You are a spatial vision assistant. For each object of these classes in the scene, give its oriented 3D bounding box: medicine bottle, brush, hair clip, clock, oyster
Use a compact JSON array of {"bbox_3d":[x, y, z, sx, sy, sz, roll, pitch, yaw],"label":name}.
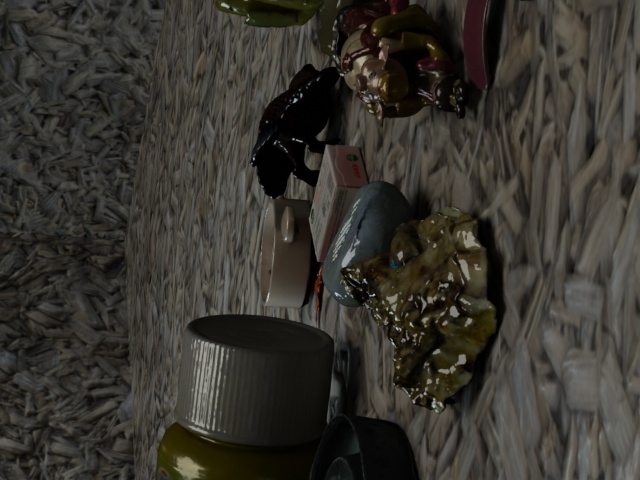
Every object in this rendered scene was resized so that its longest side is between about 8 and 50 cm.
[{"bbox_3d":[-0.094,0.299,2.099,0.224,0.224,0.384,-136,51,-74],"label":"medicine bottle"},{"bbox_3d":[0.051,-0.339,2.010,0.084,0.071,0.301,-118,30,-50],"label":"brush"},{"bbox_3d":[0.156,-0.212,1.612,0.054,0.022,0.137,-133,48,-69],"label":"hair clip"},{"bbox_3d":[-0.045,0.016,2.336,0.229,0.063,0.156,113,160,-61],"label":"clock"},{"bbox_3d":[0.098,0.058,1.635,0.223,0.083,0.214,116,147,-41],"label":"oyster"},{"bbox_3d":[0.041,0.344,1.852,0.312,0.061,0.313,-176,90,-77],"label":"clock"}]

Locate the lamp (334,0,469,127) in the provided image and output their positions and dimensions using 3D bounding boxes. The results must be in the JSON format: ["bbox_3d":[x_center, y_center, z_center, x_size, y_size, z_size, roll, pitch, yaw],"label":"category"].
[{"bbox_3d":[0.079,-0.177,1.746,0.253,0.118,0.118,-109,26,-63],"label":"lamp"}]

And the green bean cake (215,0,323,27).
[{"bbox_3d":[-0.074,-0.479,2.317,0.285,0.202,0.310,122,149,-60],"label":"green bean cake"}]

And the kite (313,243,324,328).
[{"bbox_3d":[-0.001,0.000,2.281,0.125,0.008,0.222,-116,33,-70],"label":"kite"}]

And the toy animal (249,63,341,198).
[{"bbox_3d":[-0.037,-0.168,2.235,0.179,0.116,0.218,-97,23,-44],"label":"toy animal"}]

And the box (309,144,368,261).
[{"bbox_3d":[0.022,-0.045,2.102,0.089,0.043,0.125,-101,19,-48],"label":"box"}]

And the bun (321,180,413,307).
[{"bbox_3d":[0.060,0.008,1.813,0.141,0.083,0.141,-155,90,-84],"label":"bun"}]
